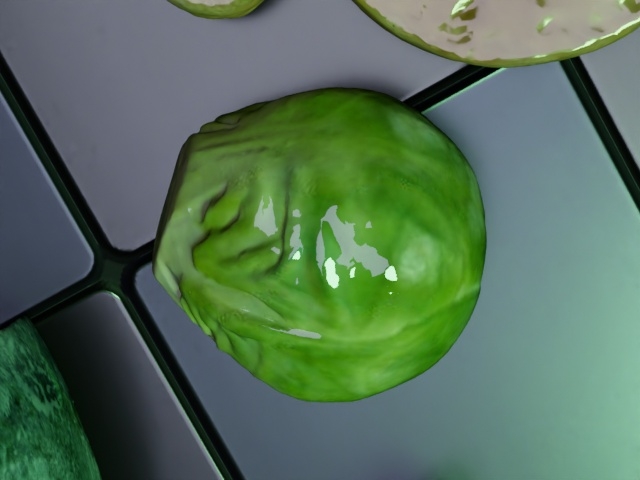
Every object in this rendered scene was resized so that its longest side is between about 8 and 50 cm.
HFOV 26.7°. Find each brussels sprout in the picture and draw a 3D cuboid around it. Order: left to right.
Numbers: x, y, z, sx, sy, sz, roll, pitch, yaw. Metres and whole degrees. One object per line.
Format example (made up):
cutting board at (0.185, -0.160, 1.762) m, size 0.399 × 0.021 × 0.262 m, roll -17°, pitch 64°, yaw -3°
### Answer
brussels sprout at (0.001, 0.000, 0.613) m, size 0.155 × 0.117 × 0.155 m, roll -1°, pitch 105°, yaw -2°

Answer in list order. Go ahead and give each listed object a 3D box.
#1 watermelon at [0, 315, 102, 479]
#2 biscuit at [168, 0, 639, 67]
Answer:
watermelon at (-0.235, 0.227, 0.640) m, size 0.258 × 0.228 × 0.387 m, roll 7°, pitch 94°, yaw 14°
biscuit at (0.023, -0.218, 0.609) m, size 0.354 × 0.052 × 0.275 m, roll 23°, pitch 101°, yaw 0°
